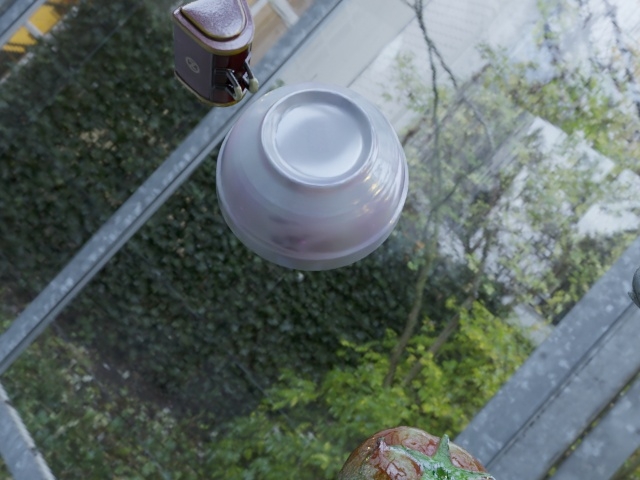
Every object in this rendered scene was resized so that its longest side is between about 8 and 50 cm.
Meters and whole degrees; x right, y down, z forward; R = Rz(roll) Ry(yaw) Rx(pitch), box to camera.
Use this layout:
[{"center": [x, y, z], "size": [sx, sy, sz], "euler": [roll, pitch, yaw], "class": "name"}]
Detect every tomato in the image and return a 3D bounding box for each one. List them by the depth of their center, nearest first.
[{"center": [0.159, 0.477, 1.220], "size": [0.303, 0.239, 0.303], "euler": [21, 23, -9], "class": "tomato"}]

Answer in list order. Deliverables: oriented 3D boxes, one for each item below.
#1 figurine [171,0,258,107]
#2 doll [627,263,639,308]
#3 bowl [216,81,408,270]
[{"center": [-0.106, -0.194, 0.798], "size": [0.098, 0.082, 0.154], "euler": [53, -19, 12], "class": "figurine"}, {"center": [0.487, 0.082, 0.999], "size": [0.075, 0.102, 0.227], "euler": [-63, 138, -62], "class": "doll"}, {"center": [-0.008, -0.113, 1.022], "size": [0.287, 0.287, 0.144], "euler": [43, -21, 13], "class": "bowl"}]
